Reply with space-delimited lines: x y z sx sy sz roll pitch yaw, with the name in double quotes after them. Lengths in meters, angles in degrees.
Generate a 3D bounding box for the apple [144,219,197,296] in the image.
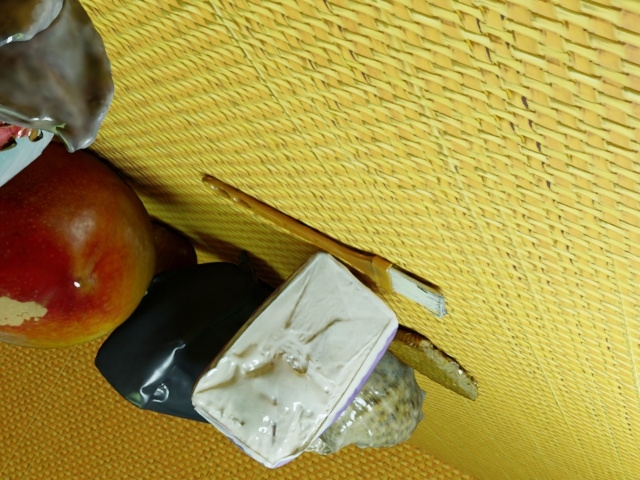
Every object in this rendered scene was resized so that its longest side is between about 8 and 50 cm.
-0.272 0.039 2.004 0.146 0.131 0.146 25 164 8 "apple"

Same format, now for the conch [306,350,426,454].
0.057 0.218 1.874 0.210 0.159 0.291 63 -153 4 "conch"

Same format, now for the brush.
0.000 0.000 1.386 0.314 0.017 0.090 27 167 15 "brush"

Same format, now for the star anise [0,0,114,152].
-0.257 -0.209 0.813 0.359 0.139 0.316 47 160 -7 "star anise"

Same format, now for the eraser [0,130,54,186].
-0.443 -0.154 1.459 0.227 0.174 0.081 26 137 13 "eraser"

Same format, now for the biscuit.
0.143 0.162 1.748 0.126 0.025 0.206 21 166 37 "biscuit"

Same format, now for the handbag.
-0.176 0.133 1.919 0.178 0.275 0.302 37 -179 26 "handbag"

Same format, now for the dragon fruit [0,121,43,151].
-0.357 -0.155 1.317 0.136 0.133 0.166 -10 -164 -26 "dragon fruit"

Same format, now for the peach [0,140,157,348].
-0.374 0.009 1.683 0.308 0.308 0.332 37 170 -35 "peach"

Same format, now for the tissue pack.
-0.031 0.164 1.590 0.160 0.242 0.338 40 172 4 "tissue pack"
